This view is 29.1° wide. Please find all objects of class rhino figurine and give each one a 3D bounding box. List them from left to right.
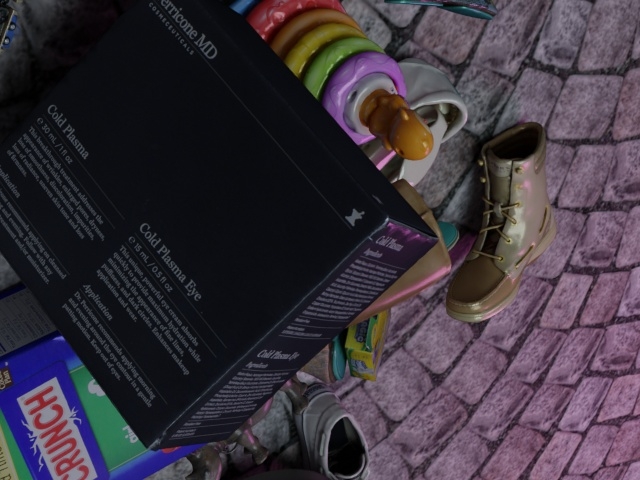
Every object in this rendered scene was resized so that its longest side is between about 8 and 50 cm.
[{"bbox_3d":[-0.113,0.243,1.624,0.106,0.073,0.243,51,61,-18],"label":"rhino figurine"}]

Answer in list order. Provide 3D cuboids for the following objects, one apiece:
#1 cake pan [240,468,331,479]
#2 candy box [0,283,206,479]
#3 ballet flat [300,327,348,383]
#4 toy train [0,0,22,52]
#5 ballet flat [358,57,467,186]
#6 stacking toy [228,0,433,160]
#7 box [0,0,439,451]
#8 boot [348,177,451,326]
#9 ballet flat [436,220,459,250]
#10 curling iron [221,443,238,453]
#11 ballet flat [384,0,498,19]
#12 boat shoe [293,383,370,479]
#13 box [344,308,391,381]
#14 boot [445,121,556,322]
[{"bbox_3d":[-0.076,0.435,1.787,0.293,0.054,0.293,-13,133,-14],"label":"cake pan"},{"bbox_3d":[-0.264,0.164,1.449,0.317,0.122,0.268,-26,130,-24],"label":"candy box"},{"bbox_3d":[-0.018,0.109,1.617,0.316,0.106,0.107,85,14,-67],"label":"ballet flat"},{"bbox_3d":[-0.296,-0.256,1.214,0.036,0.027,0.158,8,112,-54],"label":"toy train"},{"bbox_3d":[0.029,-0.064,1.537,0.400,0.139,0.139,-46,137,-5],"label":"ballet flat"},{"bbox_3d":[0.025,-0.166,1.339,0.166,0.302,0.175,-37,134,-14],"label":"stacking toy"},{"bbox_3d":[-0.121,-0.026,1.214,0.312,0.343,0.179,-44,162,12],"label":"box"},{"bbox_3d":[0.000,0.000,1.422,0.270,0.089,0.236,-31,110,-25],"label":"boot"},{"bbox_3d":[0.119,0.025,1.740,0.168,0.057,0.052,-28,160,-18],"label":"ballet flat"},{"bbox_3d":[-0.213,0.267,1.617,0.274,0.035,0.068,-8,104,-37],"label":"curling iron"},{"bbox_3d":[0.156,-0.315,1.528,0.188,0.070,0.070,-1,117,-43],"label":"ballet flat"},{"bbox_3d":[0.033,0.325,1.829,0.096,0.088,0.267,-29,132,-22],"label":"boat shoe"},{"bbox_3d":[0.065,0.119,1.669,0.179,0.043,0.105,84,19,-70],"label":"box"},{"bbox_3d":[0.251,-0.027,1.745,0.262,0.095,0.203,-44,139,-34],"label":"boot"}]
